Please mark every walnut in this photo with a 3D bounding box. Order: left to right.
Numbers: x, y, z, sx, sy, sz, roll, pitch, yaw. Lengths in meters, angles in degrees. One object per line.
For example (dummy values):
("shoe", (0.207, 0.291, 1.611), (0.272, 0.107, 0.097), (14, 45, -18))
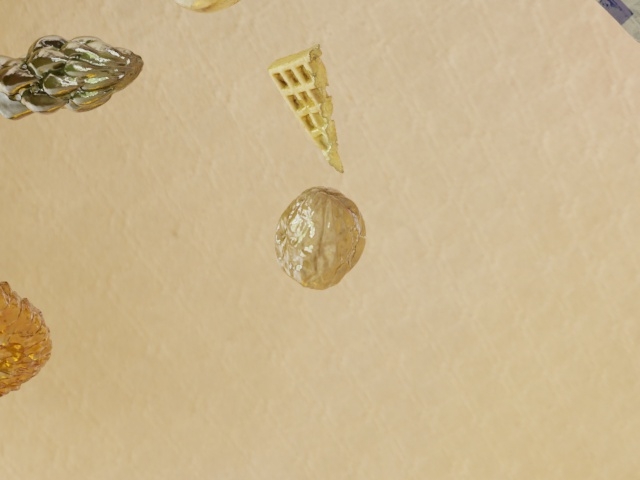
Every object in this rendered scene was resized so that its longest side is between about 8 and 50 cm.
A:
("walnut", (0.000, 0.000, 1.075), (0.082, 0.079, 0.096), (9, 109, -6))

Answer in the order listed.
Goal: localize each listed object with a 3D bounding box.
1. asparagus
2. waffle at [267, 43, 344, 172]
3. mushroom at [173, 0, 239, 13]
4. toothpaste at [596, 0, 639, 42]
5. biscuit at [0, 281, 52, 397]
("asparagus", (-0.260, -0.150, 1.104), (0.080, 0.287, 0.080), (-2, 93, -48))
("waffle", (0.012, -0.174, 1.625), (0.032, 0.125, 0.191), (-45, 110, -30))
("mushroom", (-0.120, -0.311, 1.233), (0.112, 0.148, 0.148), (-13, 124, -32))
("toothpaste", (0.393, -0.329, 1.214), (0.096, 0.061, 0.266), (45, 113, 2))
("biscuit", (-0.298, 0.078, 0.760), (0.254, 0.035, 0.254), (-10, 156, -5))
